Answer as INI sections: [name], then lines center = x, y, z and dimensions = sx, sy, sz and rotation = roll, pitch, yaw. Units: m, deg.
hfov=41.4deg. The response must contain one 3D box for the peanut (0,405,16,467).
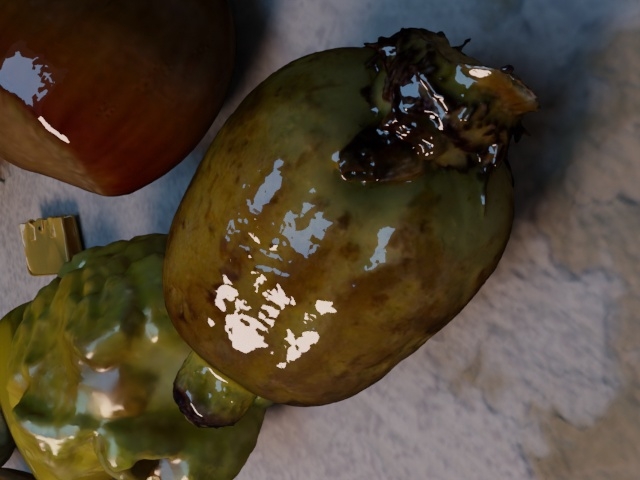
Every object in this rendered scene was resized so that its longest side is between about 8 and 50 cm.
[peanut]
center = -0.449, 0.250, 1.056
dimensions = 0.263, 0.101, 0.117
rotation = -25, 102, 45

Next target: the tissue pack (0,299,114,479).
[tissue pack]
center = -0.233, 0.142, 0.795
dimensions = 0.127, 0.123, 0.178
rotation = -41, 71, 49

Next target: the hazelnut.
[hazelnut]
center = -0.168, -0.139, 0.619
dimensions = 0.210, 0.186, 0.210
rotation = 36, 132, 54

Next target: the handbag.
[handbag]
center = -0.275, 0.005, 0.873
dimensions = 0.083, 0.027, 0.061
rotation = -8, 94, 43

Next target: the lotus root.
[lotus root]
center = 0.000, 0.000, 0.497
dimensions = 0.169, 0.141, 0.314
rotation = 42, 118, 0

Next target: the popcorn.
[popcorn]
center = -0.130, 0.102, 0.664
dimensions = 0.226, 0.203, 0.200
rotation = -45, 30, -3

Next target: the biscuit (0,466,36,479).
[biscuit]
center = -0.287, 0.428, 0.866
dimensions = 0.394, 0.070, 0.350
rotation = 21, 101, 22
